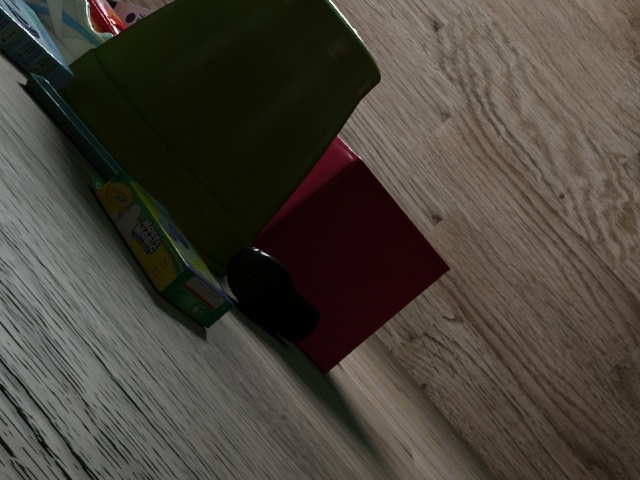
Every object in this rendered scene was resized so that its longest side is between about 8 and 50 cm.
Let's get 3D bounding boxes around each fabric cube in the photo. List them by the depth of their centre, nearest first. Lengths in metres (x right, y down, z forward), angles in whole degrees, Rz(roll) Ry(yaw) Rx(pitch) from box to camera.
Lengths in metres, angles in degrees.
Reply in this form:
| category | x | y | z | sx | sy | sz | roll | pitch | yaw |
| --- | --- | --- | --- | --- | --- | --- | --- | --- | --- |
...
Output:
| category | x | y | z | sx | sy | sz | roll | pitch | yaw |
| --- | --- | --- | --- | --- | --- | --- | --- | --- | --- |
| fabric cube | 0.000 | 0.000 | 1.762 | 0.259 | 0.258 | 0.254 | 49 | 3 | -26 |

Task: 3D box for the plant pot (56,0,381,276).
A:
| category | x | y | z | sx | sy | sz | roll | pitch | yaw |
| --- | --- | --- | --- | --- | --- | --- | --- | --- | --- |
| plant pot | -0.118 | -0.200 | 1.527 | 0.366 | 0.353 | 0.366 | 50 | 2 | -2 |

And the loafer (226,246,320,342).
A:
| category | x | y | z | sx | sy | sz | roll | pitch | yaw |
| --- | --- | --- | --- | --- | --- | --- | --- | --- | --- |
| loafer | -0.077 | 0.071 | 1.504 | 0.078 | 0.080 | 0.220 | 39 | -10 | 35 |

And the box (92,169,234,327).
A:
| category | x | y | z | sx | sy | sz | roll | pitch | yaw |
| --- | --- | --- | --- | --- | --- | --- | --- | --- | --- |
| box | -0.166 | 0.002 | 1.140 | 0.179 | 0.043 | 0.105 | 49 | 1 | 34 |

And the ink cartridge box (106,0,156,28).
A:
| category | x | y | z | sx | sy | sz | roll | pitch | yaw |
| --- | --- | --- | --- | --- | --- | --- | --- | --- | --- |
| ink cartridge box | -0.359 | -0.389 | 2.093 | 0.333 | 0.065 | 0.165 | 20 | -14 | 29 |

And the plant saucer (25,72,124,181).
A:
| category | x | y | z | sx | sy | sz | roll | pitch | yaw |
| --- | --- | --- | --- | --- | --- | --- | --- | --- | --- |
| plant saucer | -0.275 | -0.116 | 1.295 | 0.192 | 0.018 | 0.067 | 49 | 2 | -2 |

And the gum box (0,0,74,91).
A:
| category | x | y | z | sx | sy | sz | roll | pitch | yaw |
| --- | --- | --- | --- | --- | --- | --- | --- | --- | --- |
| gum box | -0.397 | -0.284 | 1.362 | 0.157 | 0.041 | 0.184 | 54 | 5 | 35 |

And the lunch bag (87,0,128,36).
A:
| category | x | y | z | sx | sy | sz | roll | pitch | yaw |
| --- | --- | --- | --- | --- | --- | --- | --- | --- | --- |
| lunch bag | -0.395 | -0.352 | 1.851 | 0.258 | 0.120 | 0.293 | 54 | 1 | -6 |

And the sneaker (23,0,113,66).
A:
| category | x | y | z | sx | sy | sz | roll | pitch | yaw |
| --- | --- | --- | --- | --- | --- | --- | --- | --- | --- |
| sneaker | -0.405 | -0.354 | 1.669 | 0.228 | 0.092 | 0.087 | 51 | -8 | -4 |
